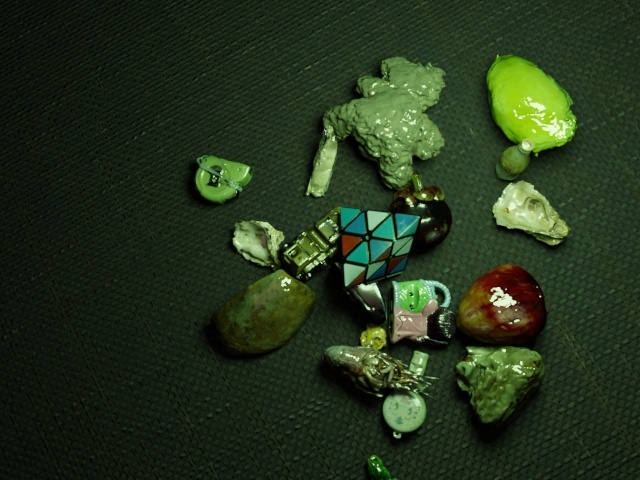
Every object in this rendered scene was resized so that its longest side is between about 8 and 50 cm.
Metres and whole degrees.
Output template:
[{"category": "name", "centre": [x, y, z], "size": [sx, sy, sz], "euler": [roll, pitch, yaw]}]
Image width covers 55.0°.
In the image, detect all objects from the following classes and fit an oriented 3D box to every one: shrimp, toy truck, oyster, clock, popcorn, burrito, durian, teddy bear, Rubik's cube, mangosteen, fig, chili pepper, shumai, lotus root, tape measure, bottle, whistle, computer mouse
[{"category": "shrimp", "centre": [0.171, 0.374, 1.763], "size": [0.343, 0.145, 0.116], "euler": [15, 47, 15]}, {"category": "toy truck", "centre": [0.001, 0.000, 1.842], "size": [0.257, 0.127, 0.127], "euler": [-38, 76, -18]}, {"category": "oyster", "centre": [-0.184, 0.015, 1.903], "size": [0.163, 0.081, 0.191], "euler": [-18, 95, 25]}, {"category": "clock", "centre": [0.303, 0.212, 1.816], "size": [0.196, 0.100, 0.193], "euler": [4, 82, -4]}, {"category": "popcorn", "centre": [0.168, 0.294, 1.836], "size": [0.084, 0.084, 0.084], "euler": [-1, 81, 4]}, {"category": "burrito", "centre": [0.008, -0.240, 1.894], "size": [0.063, 0.058, 0.229], "euler": [32, 115, 37]}, {"category": "oyster", "centre": [0.637, -0.068, 1.845], "size": [0.233, 0.107, 0.161], "euler": [35, 90, 27]}, {"category": "durian", "centre": [0.616, -0.412, 1.837], "size": [0.340, 0.256, 0.204], "euler": [45, 128, 9]}, {"category": "teddy bear", "centre": [0.242, -0.390, 1.887], "size": [0.357, 0.224, 0.367], "euler": [41, 71, 11]}, {"category": "Rubik's cube", "centre": [0.171, 0.025, 1.808], "size": [0.284, 0.234, 0.250], "euler": [-48, 46, 3]}, {"category": "mangosteen", "centre": [0.293, -0.086, 1.811], "size": [0.194, 0.194, 0.230], "euler": [6, 109, 5]}, {"category": "fig", "centre": [0.520, 0.191, 1.743], "size": [0.263, 0.224, 0.223], "euler": [-22, 80, -13]}, {"category": "chili pepper", "centre": [0.209, 0.689, 1.770], "size": [0.182, 0.050, 0.073], "euler": [27, 77, 6]}, {"category": "shumai", "centre": [0.499, 0.390, 1.754], "size": [0.218, 0.189, 0.255], "euler": [34, 101, 26]}, {"category": "lotus root", "centre": [-0.171, 0.223, 1.827], "size": [0.314, 0.142, 0.210], "euler": [-43, 82, -2]}, {"category": "tape measure", "centre": [-0.317, -0.191, 1.929], "size": [0.178, 0.087, 0.154], "euler": [17, 83, 9]}, {"category": "bottle", "centre": [0.568, -0.237, 1.779], "size": [0.083, 0.269, 0.083], "euler": [-1, 83, 4]}, {"category": "whistle", "centre": [0.260, 0.451, 1.799], "size": [0.126, 0.067, 0.257], "euler": [14, 78, 19]}, {"category": "computer mouse", "centre": [0.124, 0.143, 1.822], "size": [0.096, 0.137, 0.233], "euler": [-42, 86, -2]}]
